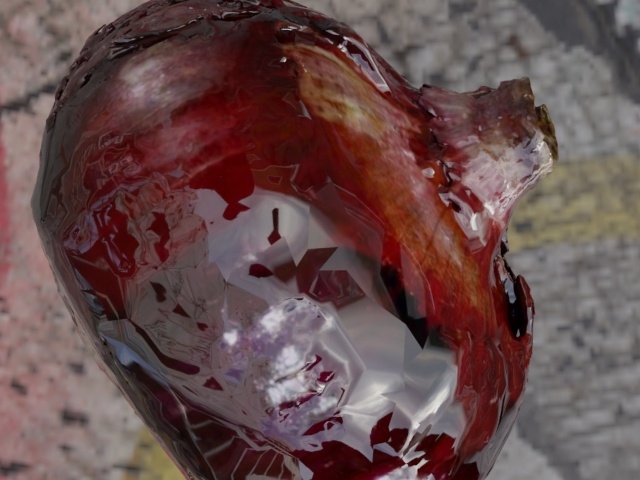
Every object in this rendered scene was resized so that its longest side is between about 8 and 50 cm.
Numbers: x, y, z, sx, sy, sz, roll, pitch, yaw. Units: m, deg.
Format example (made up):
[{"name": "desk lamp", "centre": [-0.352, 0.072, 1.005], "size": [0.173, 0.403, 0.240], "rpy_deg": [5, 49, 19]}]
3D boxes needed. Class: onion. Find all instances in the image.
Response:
[{"name": "onion", "centre": [0.000, 0.000, 0.798], "size": [0.219, 0.252, 0.252], "rpy_deg": [-33, 127, 17]}]
